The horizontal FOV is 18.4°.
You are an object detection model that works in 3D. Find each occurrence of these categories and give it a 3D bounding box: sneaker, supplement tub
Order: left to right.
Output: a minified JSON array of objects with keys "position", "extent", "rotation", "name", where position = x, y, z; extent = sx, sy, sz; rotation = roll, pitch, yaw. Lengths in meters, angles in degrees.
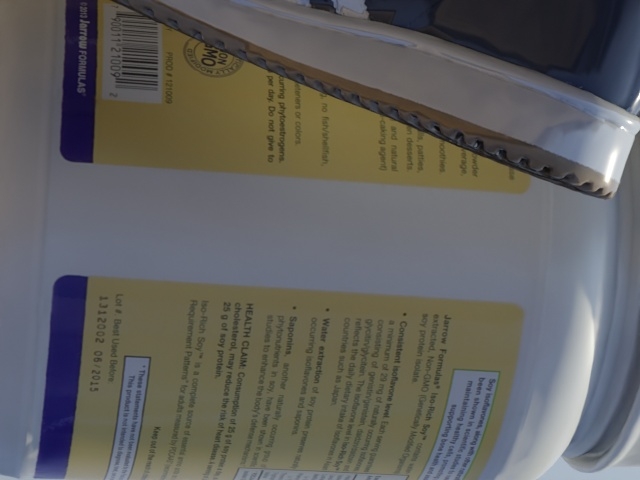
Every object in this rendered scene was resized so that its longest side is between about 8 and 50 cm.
[{"position":[0.000,0.000,0.940],"extent":[0.331,0.241,0.241],"rotation":[4,-178,-10],"name":"supplement tub"},{"position":[0.008,-0.133,0.713],"extent":[0.282,0.153,0.099],"rotation":[24,-175,24],"name":"sneaker"}]
